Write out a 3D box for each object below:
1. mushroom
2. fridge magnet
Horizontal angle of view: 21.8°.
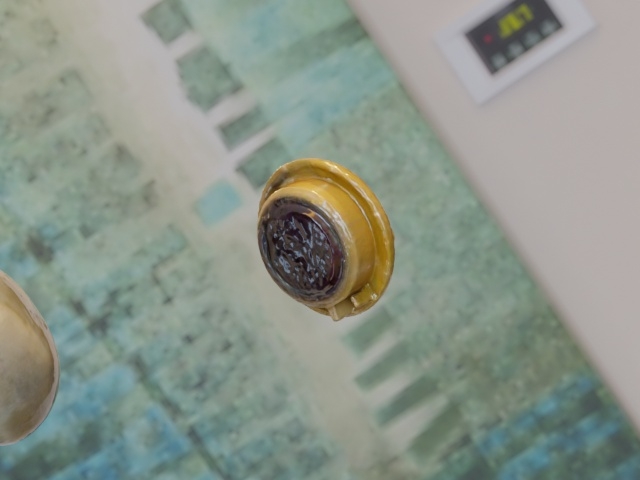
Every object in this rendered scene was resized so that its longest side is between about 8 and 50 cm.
[{"bbox_3d":[-0.378,0.128,1.680,0.215,0.207,0.207,-30,-4,-8],"label":"mushroom"},{"bbox_3d":[0.000,0.000,1.407,0.063,0.143,0.143,-30,-5,-46],"label":"fridge magnet"}]
